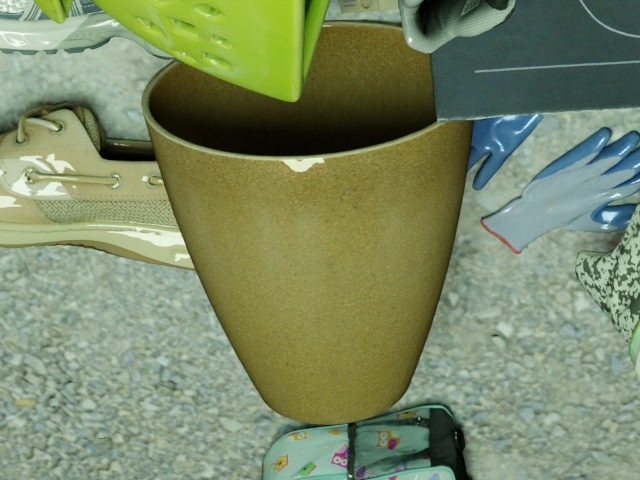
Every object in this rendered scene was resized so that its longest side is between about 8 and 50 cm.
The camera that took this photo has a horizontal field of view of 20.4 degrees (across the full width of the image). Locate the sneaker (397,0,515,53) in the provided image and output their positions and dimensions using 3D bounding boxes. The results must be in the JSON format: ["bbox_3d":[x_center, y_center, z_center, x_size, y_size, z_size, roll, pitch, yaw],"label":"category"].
[{"bbox_3d":[0.109,-0.190,0.962,0.086,0.132,0.228,23,129,-11],"label":"sneaker"}]

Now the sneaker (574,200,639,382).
[{"bbox_3d":[0.319,-0.076,1.295,0.158,0.182,0.410,19,110,-51],"label":"sneaker"}]

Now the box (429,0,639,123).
[{"bbox_3d":[0.202,-0.294,1.088,0.294,0.212,0.395,-2,128,8],"label":"box"}]

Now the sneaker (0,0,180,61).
[{"bbox_3d":[-0.163,-0.205,1.289,0.283,0.110,0.122,2,115,-2],"label":"sneaker"}]

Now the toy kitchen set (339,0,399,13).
[{"bbox_3d":[0.032,-0.205,1.274,0.075,0.068,0.083,3,106,49],"label":"toy kitchen set"}]

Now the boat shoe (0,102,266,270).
[{"bbox_3d":[-0.204,-0.056,1.399,0.341,0.121,0.110,9,105,-12],"label":"boat shoe"}]

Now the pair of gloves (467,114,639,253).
[{"bbox_3d":[0.170,-0.064,1.404,0.159,0.023,0.198,-34,118,29],"label":"pair of gloves"}]

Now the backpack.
[{"bbox_3d":[0.037,0.245,1.597,0.188,0.144,0.166,-3,134,12],"label":"backpack"}]

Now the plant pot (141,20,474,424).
[{"bbox_3d":[0.000,0.000,1.305,0.237,0.237,0.254,-1,118,7],"label":"plant pot"}]

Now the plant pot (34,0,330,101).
[{"bbox_3d":[-0.082,-0.247,1.117,0.207,0.227,0.228,14,161,5],"label":"plant pot"}]
